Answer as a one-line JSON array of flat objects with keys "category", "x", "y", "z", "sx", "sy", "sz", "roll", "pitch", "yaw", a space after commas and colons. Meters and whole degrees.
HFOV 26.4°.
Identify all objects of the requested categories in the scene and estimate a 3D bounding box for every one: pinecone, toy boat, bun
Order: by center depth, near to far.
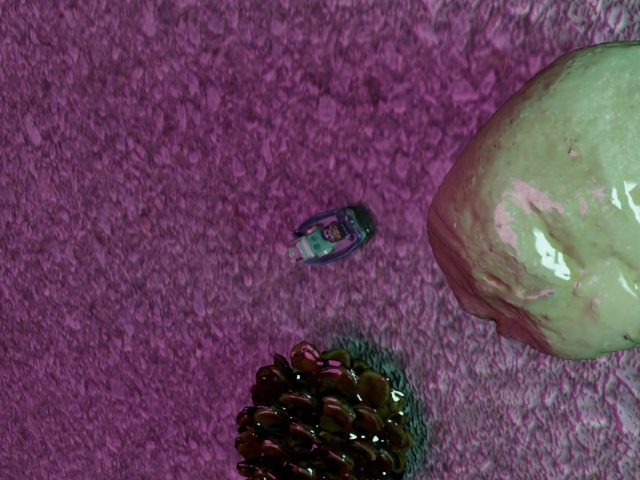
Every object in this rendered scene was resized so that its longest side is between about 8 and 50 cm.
[{"category": "bun", "x": 0.240, "y": -0.021, "z": 1.072, "sx": 0.205, "sy": 0.281, "sz": 0.281, "roll": 47, "pitch": 140, "yaw": 26}, {"category": "toy boat", "x": 0.000, "y": 0.000, "z": 1.586, "sx": 0.140, "sy": 0.066, "sz": 0.059, "roll": -23, "pitch": 93, "yaw": 57}, {"category": "pinecone", "x": -0.002, "y": 0.243, "z": 1.602, "sx": 0.221, "sy": 0.221, "sz": 0.221, "roll": 30, "pitch": 131, "yaw": 42}]
